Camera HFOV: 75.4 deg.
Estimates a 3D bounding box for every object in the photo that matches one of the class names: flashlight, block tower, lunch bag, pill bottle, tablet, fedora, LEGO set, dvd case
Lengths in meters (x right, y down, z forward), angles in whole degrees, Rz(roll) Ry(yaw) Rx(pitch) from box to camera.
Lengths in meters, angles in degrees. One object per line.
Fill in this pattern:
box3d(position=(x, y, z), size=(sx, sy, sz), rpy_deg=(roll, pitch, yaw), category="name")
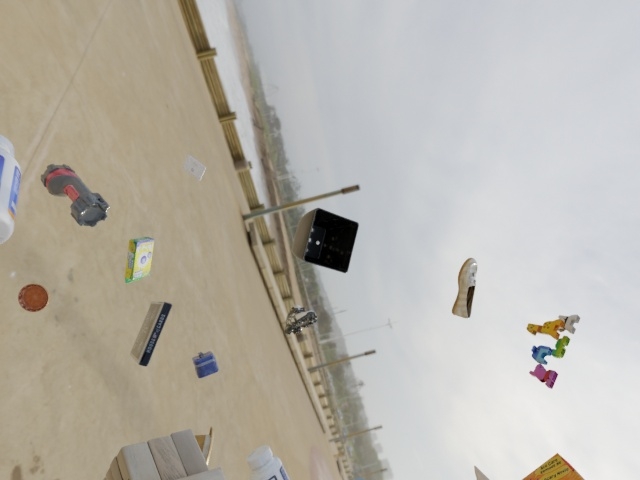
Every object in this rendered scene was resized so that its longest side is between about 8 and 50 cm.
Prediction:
box3d(position=(-0.747, -0.135, 1.248), size=(0.304, 0.103, 0.103), rpy_deg=(36, -63, 36), category="flashlight")
box3d(position=(-0.231, 0.366, 0.478), size=(0.090, 0.336, 0.097), rpy_deg=(13, 26, -49), category="block tower")
box3d(position=(-0.361, 0.381, 1.291), size=(0.098, 0.067, 0.065), rpy_deg=(-14, -88, 65), category="lunch bag")
box3d(position=(-0.793, -0.129, 0.963), size=(0.152, 0.152, 0.272), rpy_deg=(79, -9, -55), category="pill bottle")
box3d(position=(-0.427, -0.246, 1.399), size=(0.083, 0.054, 0.006), rpy_deg=(36, 19, 14), category="tablet")
box3d(position=(-0.448, 0.783, 1.520), size=(0.194, 0.079, 0.195), rpy_deg=(-165, -90, -77), category="fedora")
box3d(position=(0.638, 0.288, 1.182), size=(0.087, 0.227, 0.093), rpy_deg=(42, -19, -21), category="LEGO set")
box3d(position=(-0.096, 0.465, 0.800), size=(0.067, 0.067, 0.120), rpy_deg=(134, -70, -87), category="pill bottle")
box3d(position=(-0.511, 0.271, 1.240), size=(0.238, 0.029, 0.180), rpy_deg=(-13, -124, 58), category="dvd case")

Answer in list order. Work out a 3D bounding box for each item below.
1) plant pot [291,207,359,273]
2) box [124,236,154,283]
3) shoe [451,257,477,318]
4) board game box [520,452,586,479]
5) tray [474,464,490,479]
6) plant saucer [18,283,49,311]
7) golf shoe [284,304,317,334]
box3d(position=(0.000, 0.000, 1.484), size=(0.166, 0.187, 0.188), rpy_deg=(4, -102, 60), category="plant pot")
box3d(position=(-0.721, 0.080, 1.647), size=(0.105, 0.043, 0.180), rpy_deg=(-26, 132, -72), category="box")
box3d(position=(0.512, 0.167, 1.433), size=(0.058, 0.076, 0.219), rpy_deg=(28, -64, 51), category="shoe")
box3d(position=(0.567, 0.790, 0.884), size=(0.357, 0.356, 0.356), rpy_deg=(51, 4, -1), category="board game box")
box3d(position=(0.559, 0.834, 1.319), size=(0.145, 0.030, 0.271), rpy_deg=(37, -21, 52), category="tray")
box3d(position=(-0.837, 0.167, 1.212), size=(0.013, 0.083, 0.084), rpy_deg=(-155, -131, -82), category="plant saucer")
box3d(position=(-0.076, 0.260, 1.424), size=(0.198, 0.077, 0.094), rpy_deg=(-41, -133, 51), category="golf shoe")
